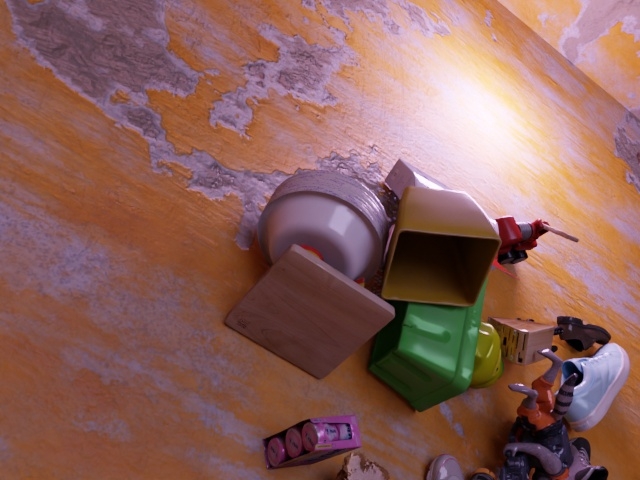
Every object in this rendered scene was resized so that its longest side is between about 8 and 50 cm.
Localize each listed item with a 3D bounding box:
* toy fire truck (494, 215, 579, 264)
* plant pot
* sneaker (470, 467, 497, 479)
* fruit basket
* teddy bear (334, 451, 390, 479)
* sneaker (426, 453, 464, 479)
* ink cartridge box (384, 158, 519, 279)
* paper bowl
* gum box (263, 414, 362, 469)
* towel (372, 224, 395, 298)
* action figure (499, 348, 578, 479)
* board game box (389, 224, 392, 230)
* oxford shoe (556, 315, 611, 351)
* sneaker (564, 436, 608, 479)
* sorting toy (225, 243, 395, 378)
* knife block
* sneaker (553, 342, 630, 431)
[{"bbox_3d":[0.603,-0.013,1.912,0.217,0.246,0.158,0,63,-37],"label":"toy fire truck"},{"bbox_3d":[0.246,-0.001,1.413,0.212,0.212,0.187,5,44,-4],"label":"plant pot"},{"bbox_3d":[0.410,0.630,1.475,0.215,0.084,0.083,51,20,14],"label":"sneaker"},{"bbox_3d":[0.328,0.234,1.557,0.392,0.283,0.392,10,61,-18],"label":"fruit basket"},{"bbox_3d":[0.017,0.572,1.227,0.245,0.113,0.338,24,59,-15],"label":"teddy bear"},{"bbox_3d":[0.312,0.593,1.414,0.103,0.111,0.252,8,59,-33],"label":"sneaker"},{"bbox_3d":[0.364,-0.067,1.744,0.308,0.091,0.385,28,14,-21],"label":"ink cartridge box"},{"bbox_3d":[0.000,0.000,1.416,0.284,0.284,0.148,39,39,-11],"label":"paper bowl"},{"bbox_3d":[-0.016,0.387,1.242,0.107,0.188,0.062,7,60,-35],"label":"gum box"},{"bbox_3d":[0.158,0.073,1.575,0.029,0.197,0.144,14,50,10],"label":"towel"},{"bbox_3d":[0.523,0.472,1.530,0.341,0.178,0.330,-38,121,-58],"label":"action figure"},{"bbox_3d":[0.161,-0.016,1.741,0.090,0.020,0.090,35,49,-15],"label":"board game box"},{"bbox_3d":[0.812,0.302,2.005,0.227,0.083,0.096,16,72,-27],"label":"oxford shoe"},{"bbox_3d":[0.701,0.595,1.690,0.086,0.132,0.228,49,46,-2],"label":"sneaker"},{"bbox_3d":[-0.021,0.137,1.360,0.257,0.255,0.089,34,33,-16],"label":"sorting toy"},{"bbox_3d":[0.577,0.267,1.727,0.242,0.275,0.088,6,92,-9],"label":"knife block"},{"bbox_3d":[0.786,0.383,1.885,0.150,0.135,0.366,53,45,-2],"label":"sneaker"}]
